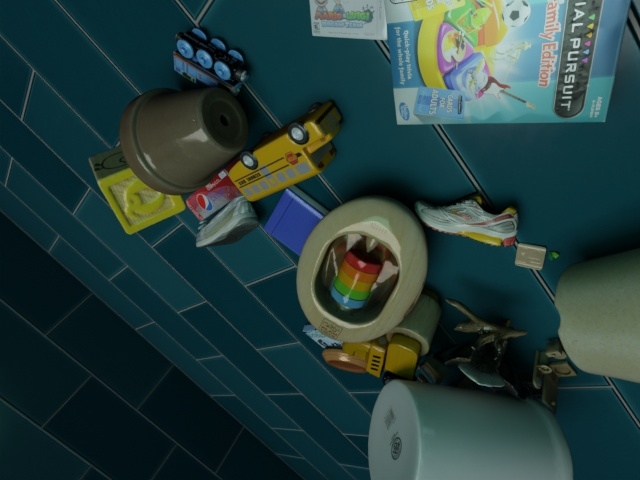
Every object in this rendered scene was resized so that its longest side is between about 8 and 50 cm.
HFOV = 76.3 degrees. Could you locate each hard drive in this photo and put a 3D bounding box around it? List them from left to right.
[{"bbox_3d":[0.000,0.000,1.182,0.318,0.040,0.210,37,140,-2],"label":"hard drive"}]

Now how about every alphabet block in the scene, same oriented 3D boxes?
[{"bbox_3d":[-0.549,-0.170,1.225,0.197,0.192,0.193,40,153,44],"label":"alphabet block"}]

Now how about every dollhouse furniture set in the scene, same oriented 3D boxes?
[{"bbox_3d":[0.397,0.470,1.328,0.184,0.129,0.129,49,145,22],"label":"dollhouse furniture set"},{"bbox_3d":[0.623,0.335,1.018,0.144,0.123,0.151,46,139,-13],"label":"dollhouse furniture set"}]

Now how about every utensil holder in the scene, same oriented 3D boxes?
[{"bbox_3d":[0.355,0.540,1.037,0.385,0.328,0.328,12,141,-12],"label":"utensil holder"}]

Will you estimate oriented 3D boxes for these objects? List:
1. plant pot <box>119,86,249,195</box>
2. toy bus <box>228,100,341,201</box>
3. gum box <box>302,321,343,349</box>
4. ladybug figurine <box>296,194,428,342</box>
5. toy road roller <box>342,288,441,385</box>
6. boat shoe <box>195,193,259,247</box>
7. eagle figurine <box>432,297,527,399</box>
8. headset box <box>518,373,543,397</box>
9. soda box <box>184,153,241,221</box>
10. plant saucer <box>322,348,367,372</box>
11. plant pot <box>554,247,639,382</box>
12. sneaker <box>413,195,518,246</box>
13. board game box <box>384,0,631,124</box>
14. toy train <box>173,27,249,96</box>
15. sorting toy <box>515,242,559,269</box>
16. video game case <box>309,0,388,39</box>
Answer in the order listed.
[{"bbox_3d":[-0.298,-0.256,0.972,0.229,0.263,0.263,-9,123,36],"label":"plant pot"},{"bbox_3d":[-0.084,-0.206,0.986,0.332,0.108,0.130,-15,120,42],"label":"toy bus"},{"bbox_3d":[0.053,0.354,1.463,0.157,0.041,0.184,-12,132,41],"label":"gum box"},{"bbox_3d":[0.102,0.073,1.032,0.305,0.162,0.449,28,123,5],"label":"ladybug figurine"},{"bbox_3d":[0.196,0.278,1.192,0.240,0.202,0.330,20,139,18],"label":"toy road roller"},{"bbox_3d":[-0.307,-0.050,1.303,0.320,0.118,0.103,-25,76,49],"label":"boat shoe"},{"bbox_3d":[0.429,0.297,1.054,0.225,0.226,0.298,-15,138,-5],"label":"eagle figurine"},{"bbox_3d":[0.609,0.420,1.181,0.062,0.032,0.083,-24,112,45],"label":"headset box"},{"bbox_3d":[-0.295,-0.150,1.197,0.263,0.092,0.083,-22,114,45],"label":"soda box"},{"bbox_3d":[0.100,0.447,1.498,0.200,0.037,0.200,11,152,6],"label":"plant saucer"},{"bbox_3d":[0.615,0.131,0.709,0.334,0.334,0.305,49,149,-16],"label":"plant pot"},{"bbox_3d":[0.317,-0.059,0.893,0.225,0.088,0.093,16,110,27],"label":"sneaker"},{"bbox_3d":[0.280,-0.320,0.651,0.336,0.079,0.254,8,133,29],"label":"board game box"},{"bbox_3d":[-0.252,-0.404,0.938,0.184,0.080,0.105,31,149,2],"label":"toy train"},{"bbox_3d":[0.484,0.037,0.910,0.083,0.012,0.062,13,130,29],"label":"sorting toy"},{"bbox_3d":[0.051,-0.443,0.734,0.157,0.019,0.143,15,136,22],"label":"video game case"}]
